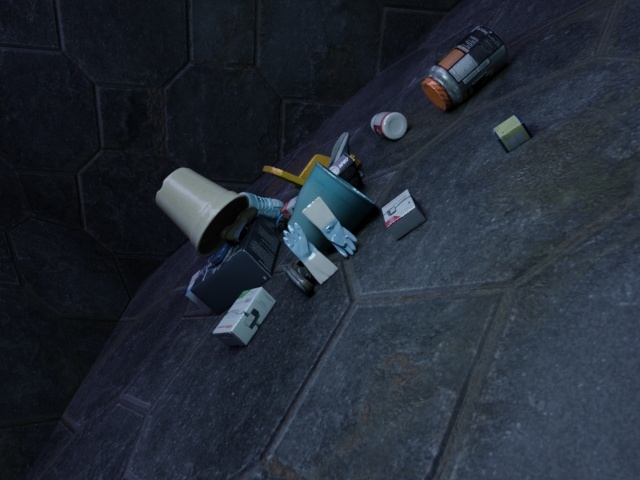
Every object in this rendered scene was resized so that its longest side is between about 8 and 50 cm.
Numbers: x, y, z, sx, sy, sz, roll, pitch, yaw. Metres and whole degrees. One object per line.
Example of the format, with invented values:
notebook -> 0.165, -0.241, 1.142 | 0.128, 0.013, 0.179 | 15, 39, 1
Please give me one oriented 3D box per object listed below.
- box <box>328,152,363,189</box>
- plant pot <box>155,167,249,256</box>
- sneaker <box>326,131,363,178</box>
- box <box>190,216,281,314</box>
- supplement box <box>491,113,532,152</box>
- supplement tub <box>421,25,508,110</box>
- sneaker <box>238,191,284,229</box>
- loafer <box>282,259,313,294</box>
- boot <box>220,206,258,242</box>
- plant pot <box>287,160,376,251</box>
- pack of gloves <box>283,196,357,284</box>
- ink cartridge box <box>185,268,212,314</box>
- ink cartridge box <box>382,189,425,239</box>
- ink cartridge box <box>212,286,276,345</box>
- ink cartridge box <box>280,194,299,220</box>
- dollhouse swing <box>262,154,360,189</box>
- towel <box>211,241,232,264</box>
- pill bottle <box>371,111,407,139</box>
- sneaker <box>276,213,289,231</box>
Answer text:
box -> 0.048, -0.206, 1.948 | 0.270, 0.060, 0.216 | -44, -24, -4
plant pot -> -0.538, -0.149, 2.074 | 0.334, 0.305, 0.334 | -51, -10, -13
sneaker -> 0.129, -0.357, 2.107 | 0.226, 0.163, 0.086 | -71, 19, -1
box -> -0.376, 0.110, 2.135 | 0.343, 0.179, 0.313 | -36, 22, 21
supplement box -> 0.562, -0.316, 1.382 | 0.083, 0.056, 0.083 | -34, 22, 24
supplement tub -> 0.579, -0.691, 1.906 | 0.316, 0.193, 0.193 | -41, 20, 6
sneaker -> -0.268, -0.173, 2.323 | 0.150, 0.135, 0.366 | -30, -22, 11
loafer -> -0.072, 0.116, 1.677 | 0.084, 0.096, 0.267 | -40, 17, -7
boot -> -0.329, -0.064, 2.070 | 0.106, 0.082, 0.219 | 17, 53, 40
plant pot -> 0.022, -0.108, 1.732 | 0.255, 0.271, 0.272 | -54, 18, 9
pack of gloves -> 0.000, 0.000, 1.613 | 0.195, 0.232, 0.046 | -41, -5, 1
ink cartridge box -> -0.548, 0.238, 2.248 | 0.086, 0.148, 0.203 | -40, 20, 12
ink cartridge box -> 0.259, -0.084, 1.482 | 0.109, 0.063, 0.150 | -37, 21, 17
ink cartridge box -> -0.281, 0.284, 1.736 | 0.153, 0.087, 0.208 | -16, 32, 51
ink cartridge box -> -0.073, -0.140, 2.133 | 0.175, 0.127, 0.072 | -26, 27, 41
dollhouse swing -> -0.056, -0.371, 2.281 | 0.315, 0.305, 0.347 | -54, 19, -1
towel -> -0.431, 0.055, 2.046 | 0.067, 0.029, 0.119 | -28, 26, 34
pill bottle -> 0.318, -0.545, 2.216 | 0.121, 0.121, 0.221 | -42, 20, 2
sneaker -> -0.151, -0.110, 2.306 | 0.188, 0.078, 0.067 | -49, -14, 24
